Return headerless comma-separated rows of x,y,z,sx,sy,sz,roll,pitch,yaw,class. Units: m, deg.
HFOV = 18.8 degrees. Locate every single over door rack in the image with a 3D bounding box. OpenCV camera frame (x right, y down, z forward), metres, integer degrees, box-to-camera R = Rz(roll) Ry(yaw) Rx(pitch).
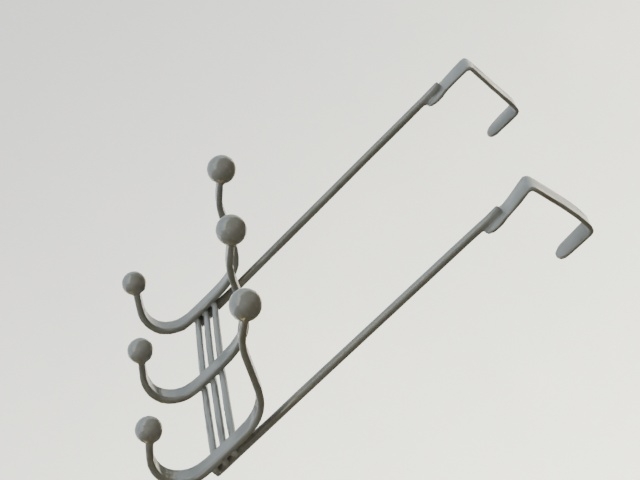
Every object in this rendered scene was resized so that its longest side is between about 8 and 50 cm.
0.000,0.000,1.318,0.324,0.239,0.108,-33,-65,9,over door rack
